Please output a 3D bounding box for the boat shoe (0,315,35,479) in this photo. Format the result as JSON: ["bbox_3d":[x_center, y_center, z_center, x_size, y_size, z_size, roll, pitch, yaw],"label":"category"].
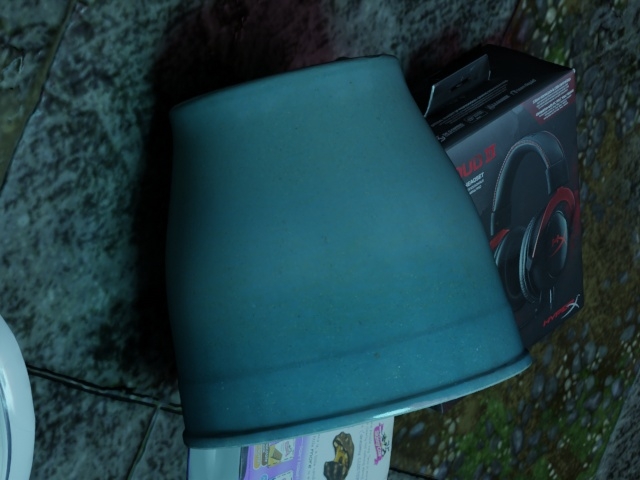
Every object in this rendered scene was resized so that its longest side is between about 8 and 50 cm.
[{"bbox_3d":[-0.271,0.170,1.198,0.088,0.096,0.267,-19,129,-48],"label":"boat shoe"}]

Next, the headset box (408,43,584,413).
[{"bbox_3d":[0.131,-0.027,1.540,0.218,0.110,0.293,-32,129,-35],"label":"headset box"}]

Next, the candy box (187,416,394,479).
[{"bbox_3d":[-0.024,0.190,1.497,0.196,0.070,0.165,-15,117,-44],"label":"candy box"}]

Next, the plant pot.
[{"bbox_3d":[0.000,0.000,1.279,0.271,0.271,0.255,-15,92,-44],"label":"plant pot"}]
